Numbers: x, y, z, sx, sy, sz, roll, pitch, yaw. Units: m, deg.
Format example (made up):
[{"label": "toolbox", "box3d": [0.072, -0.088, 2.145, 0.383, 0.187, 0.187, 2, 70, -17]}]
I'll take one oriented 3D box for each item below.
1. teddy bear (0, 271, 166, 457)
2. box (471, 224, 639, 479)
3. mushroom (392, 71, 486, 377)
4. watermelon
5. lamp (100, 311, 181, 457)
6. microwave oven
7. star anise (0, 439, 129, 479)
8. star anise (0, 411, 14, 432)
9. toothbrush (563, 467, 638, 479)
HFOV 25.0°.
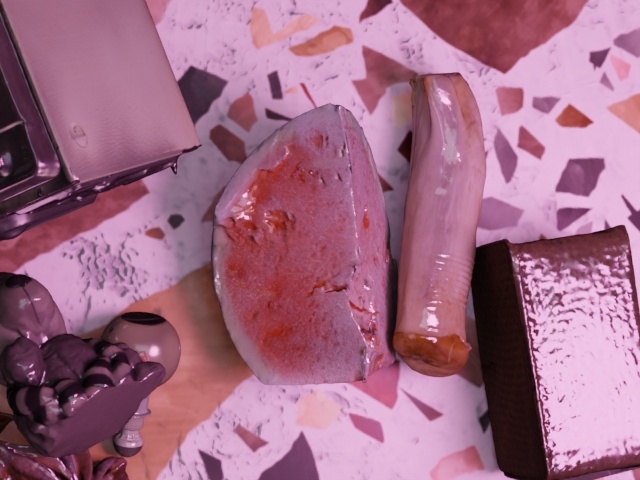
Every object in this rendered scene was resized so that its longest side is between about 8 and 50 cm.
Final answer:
[{"label": "teddy bear", "box3d": [-0.310, 0.120, 1.501, 0.251, 0.144, 0.171, 35, 49, 12]}, {"label": "box", "box3d": [0.272, 0.129, 1.639, 0.143, 0.184, 0.273, -7, 85, -11]}, {"label": "mushroom", "box3d": [0.136, -0.022, 1.645, 0.095, 0.123, 0.351, -3, 78, 26]}, {"label": "watermelon", "box3d": [0.000, 0.000, 1.593, 0.224, 0.180, 0.305, -11, 100, -29]}, {"label": "lamp", "box3d": [-0.205, 0.164, 1.605, 0.091, 0.091, 0.163, 6, 100, -10]}, {"label": "microwave oven", "box3d": [-0.378, -0.147, 1.404, 0.394, 0.247, 0.333, -21, 90, 30]}, {"label": "star anise", "box3d": [-0.276, 0.280, 1.532, 0.073, 0.212, 0.197, -33, 114, 26]}, {"label": "star anise", "box3d": [-0.433, 0.196, 1.542, 0.212, 0.111, 0.196, 6, 64, 19]}, {"label": "toothbrush", "box3d": [0.279, 0.286, 1.714, 0.297, 0.030, 0.030, -13, 116, -13]}]
